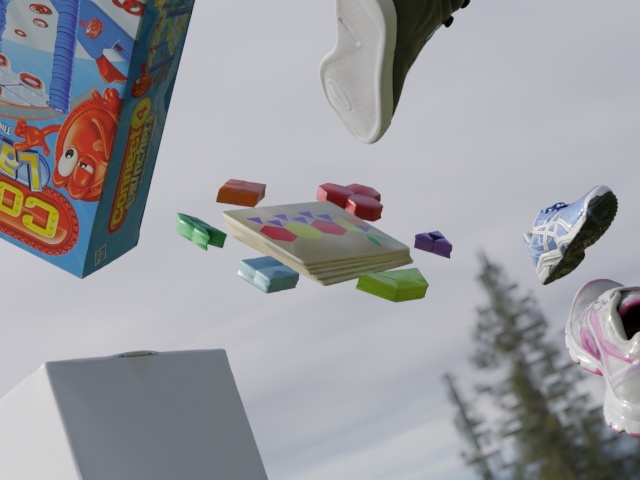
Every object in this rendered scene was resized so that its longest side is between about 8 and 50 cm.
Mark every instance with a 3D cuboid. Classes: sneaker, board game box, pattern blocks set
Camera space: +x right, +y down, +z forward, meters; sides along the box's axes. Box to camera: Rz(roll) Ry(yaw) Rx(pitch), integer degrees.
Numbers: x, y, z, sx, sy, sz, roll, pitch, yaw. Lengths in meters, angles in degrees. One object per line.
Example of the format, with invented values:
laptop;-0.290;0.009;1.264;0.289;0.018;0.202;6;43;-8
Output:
sneaker;0.313;0.090;1.764;0.103;0.111;0.252;2;24;-10
sneaker;0.086;-0.212;1.869;0.147;0.104;0.295;-37;-19;-21
board game box;-0.267;-0.170;1.456;0.086;0.308;0.301;-38;-31;-57
sneaker;0.331;-0.019;2.435;0.080;0.081;0.211;-21;-21;-31
pattern blocks set;0.000;0.000;1.942;0.325;0.285;0.026;-2;-64;-39

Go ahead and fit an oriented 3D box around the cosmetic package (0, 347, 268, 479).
cosmetic package;-0.150;0.301;1.649;0.217;0.385;0.156;1;-30;-41
